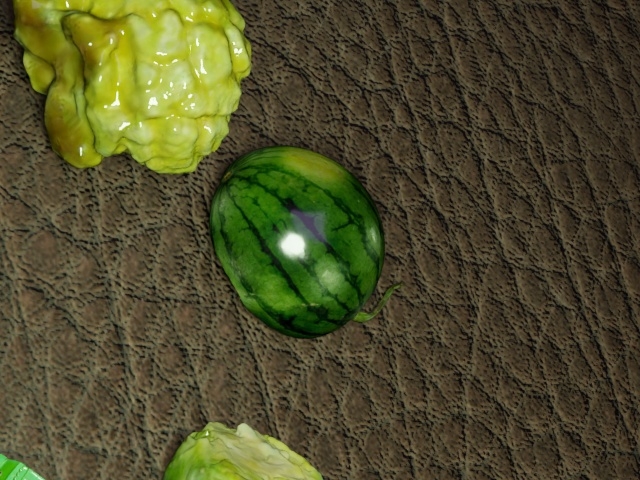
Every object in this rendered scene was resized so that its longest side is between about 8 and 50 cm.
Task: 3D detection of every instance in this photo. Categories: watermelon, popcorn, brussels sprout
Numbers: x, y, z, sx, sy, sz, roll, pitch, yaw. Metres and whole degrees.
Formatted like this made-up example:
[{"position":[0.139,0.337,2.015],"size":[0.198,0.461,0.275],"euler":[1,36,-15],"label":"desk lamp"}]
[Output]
[{"position":[-0.006,-0.005,2.053],"size":[0.232,0.127,0.204],"euler":[53,48,-5],"label":"watermelon"},{"position":[-0.205,-0.188,1.982],"size":[0.252,0.206,0.236],"euler":[13,75,-13],"label":"popcorn"},{"position":[-0.080,0.261,1.881],"size":[0.149,0.122,0.151],"euler":[23,22,-27],"label":"brussels sprout"}]

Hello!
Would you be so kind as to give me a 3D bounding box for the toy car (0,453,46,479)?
[{"position":[-0.278,0.255,1.794],"size":[0.165,0.062,0.071],"euler":[38,53,-10],"label":"toy car"}]
